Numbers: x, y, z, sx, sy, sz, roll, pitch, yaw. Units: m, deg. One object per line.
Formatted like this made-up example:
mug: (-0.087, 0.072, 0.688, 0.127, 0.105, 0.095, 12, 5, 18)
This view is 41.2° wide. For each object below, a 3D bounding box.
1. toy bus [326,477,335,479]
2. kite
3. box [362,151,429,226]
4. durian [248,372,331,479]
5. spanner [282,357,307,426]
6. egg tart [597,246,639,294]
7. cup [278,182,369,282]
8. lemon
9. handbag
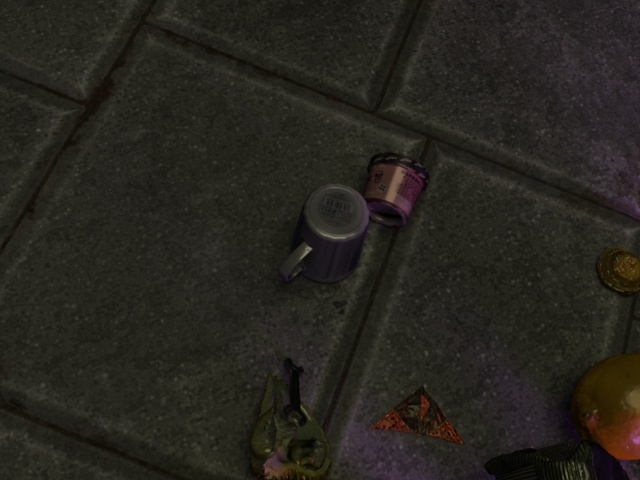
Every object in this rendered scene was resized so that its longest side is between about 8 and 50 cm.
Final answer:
toy bus: (-0.031, 0.561, 1.596, 0.138, 0.113, 0.317, 36, 25, 25)
kite: (0.220, 0.375, 1.877, 0.222, 0.008, 0.125, 10, 61, -6)
box: (0.169, -0.114, 2.032, 0.151, 0.151, 0.135, 22, 71, 1)
durian: (-0.064, 0.403, 1.690, 0.172, 0.167, 0.306, 2, 20, 5)
spanner: (-0.053, 0.309, 1.761, 0.054, 0.254, 0.015, 30, 105, -12)
egg tart: (0.748, 0.069, 2.095, 0.130, 0.052, 0.131, 4, 61, -7)
cup: (0.015, 0.003, 1.911, 0.166, 0.202, 0.221, 18, 62, 2)
lemon: (0.675, 0.357, 1.843, 0.263, 0.236, 0.236, 8, 63, 1)
handbag: (0.473, 0.521, 1.649, 0.240, 0.340, 0.247, -19, 59, 26)
